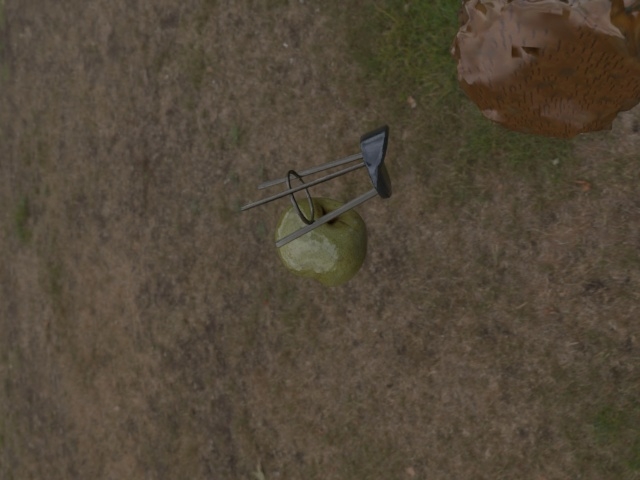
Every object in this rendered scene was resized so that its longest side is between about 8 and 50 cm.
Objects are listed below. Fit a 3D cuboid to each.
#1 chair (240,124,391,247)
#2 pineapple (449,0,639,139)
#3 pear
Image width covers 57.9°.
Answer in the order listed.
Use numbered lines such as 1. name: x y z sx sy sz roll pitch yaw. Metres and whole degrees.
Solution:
1. chair: 0.011 -0.070 0.796 0.222 0.104 0.095 -24 112 18
2. pineapple: 0.293 -0.295 0.633 0.223 0.223 0.357 1 53 49
3. pear: 0.000 0.000 1.019 0.167 0.167 0.136 58 139 30
